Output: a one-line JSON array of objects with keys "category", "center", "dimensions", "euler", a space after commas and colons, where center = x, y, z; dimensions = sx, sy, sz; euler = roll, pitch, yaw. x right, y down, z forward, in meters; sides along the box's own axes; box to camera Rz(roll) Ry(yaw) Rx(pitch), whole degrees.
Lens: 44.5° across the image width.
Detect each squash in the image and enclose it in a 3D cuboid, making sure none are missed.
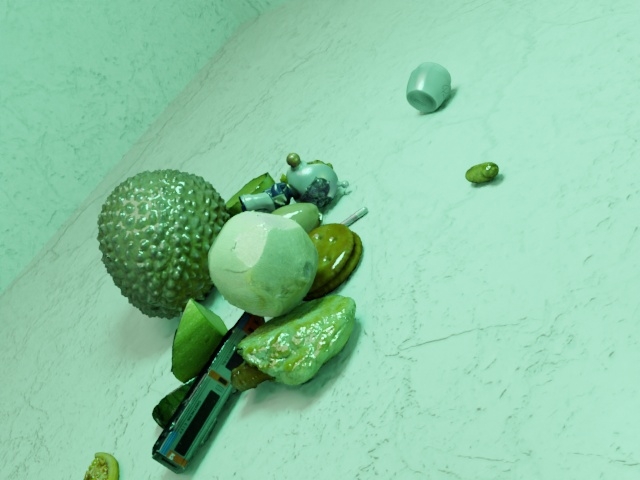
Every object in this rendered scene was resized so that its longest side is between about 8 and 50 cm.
[{"category": "squash", "center": [-0.263, 0.247, 1.808], "dimensions": [0.085, 0.192, 0.184], "euler": [10, 75, 21]}]

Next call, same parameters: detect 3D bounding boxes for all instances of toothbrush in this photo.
[{"category": "toothbrush", "center": [0.000, 0.000, 1.963], "dimensions": [0.286, 0.020, 0.025], "euler": [-34, 59, 11]}]

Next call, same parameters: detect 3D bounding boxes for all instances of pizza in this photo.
[{"category": "pizza", "center": [-0.509, 0.544, 1.768], "dimensions": [0.131, 0.041, 0.178], "euler": [-40, 27, 5]}]

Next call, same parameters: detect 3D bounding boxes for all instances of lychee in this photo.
[{"category": "lychee", "center": [-0.418, 0.004, 2.126], "dimensions": [0.380, 0.380, 0.432], "euler": [-27, 51, 24]}]

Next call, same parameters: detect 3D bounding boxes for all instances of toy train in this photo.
[{"category": "toy train", "center": [-0.222, 0.310, 1.702], "dimensions": [0.409, 0.089, 0.086], "euler": [-58, 6, -33]}]

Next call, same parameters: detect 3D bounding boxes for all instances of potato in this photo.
[{"category": "potato", "center": [-0.195, -0.100, 2.266], "dimensions": [0.160, 0.111, 0.271], "euler": [-47, 13, -29]}, {"category": "potato", "center": [0.356, -0.147, 1.705], "dimensions": [0.092, 0.046, 0.045], "euler": [-15, 50, 57]}]

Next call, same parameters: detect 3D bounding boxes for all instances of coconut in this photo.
[{"category": "coconut", "center": [-0.116, 0.050, 1.688], "dimensions": [0.230, 0.227, 0.227], "euler": [9, 53, 41]}]

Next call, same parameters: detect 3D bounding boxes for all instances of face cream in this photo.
[{"category": "face cream", "center": [0.292, -0.414, 2.112], "dimensions": [0.117, 0.117, 0.104], "euler": [-4, 53, 49]}]

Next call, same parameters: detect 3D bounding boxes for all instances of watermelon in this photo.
[{"category": "watermelon", "center": [-0.318, 0.358, 1.768], "dimensions": [0.181, 0.075, 0.092], "euler": [-39, 23, 6]}]

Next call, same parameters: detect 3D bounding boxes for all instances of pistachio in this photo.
[{"category": "pistachio", "center": [-0.079, -0.027, 2.004], "dimensions": [0.184, 0.124, 0.124], "euler": [-30, 28, 8]}]

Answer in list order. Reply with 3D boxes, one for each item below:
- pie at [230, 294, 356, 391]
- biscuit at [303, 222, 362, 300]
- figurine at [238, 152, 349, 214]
[{"category": "pie", "center": [-0.050, 0.202, 1.634], "dimensions": [0.274, 0.105, 0.257], "euler": [-15, 27, 39]}, {"category": "biscuit", "center": [0.000, 0.052, 1.837], "dimensions": [0.220, 0.066, 0.220], "euler": [-32, 30, 21]}, {"category": "figurine", "center": [-0.077, -0.135, 2.061], "dimensions": [0.274, 0.194, 0.133], "euler": [-7, 41, -28]}]
